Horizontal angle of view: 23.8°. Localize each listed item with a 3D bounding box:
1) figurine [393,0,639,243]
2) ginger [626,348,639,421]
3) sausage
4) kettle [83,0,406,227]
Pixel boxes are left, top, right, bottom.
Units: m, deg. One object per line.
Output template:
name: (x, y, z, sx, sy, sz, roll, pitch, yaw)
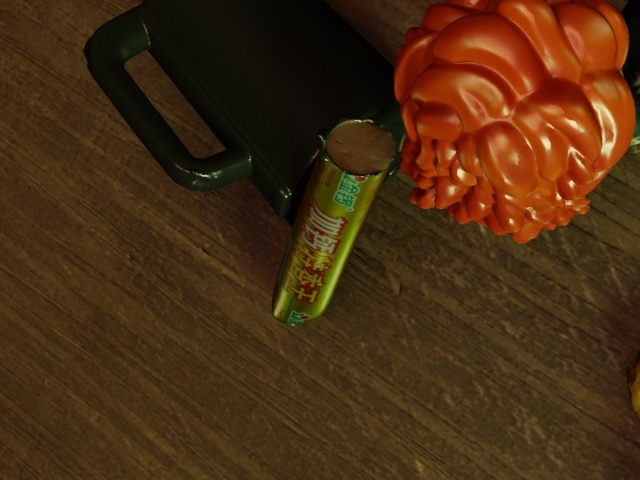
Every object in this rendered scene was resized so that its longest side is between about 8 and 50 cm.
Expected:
figurine: (0.239, -0.143, 1.469, 0.306, 0.412, 0.241, -27, 82, 51)
ginger: (0.376, 0.129, 1.575, 0.103, 0.073, 0.162, 25, 92, 8)
sausage: (0.000, 0.000, 1.628, 0.082, 0.371, 0.082, 6, 58, -9)
kettle: (-0.071, -0.167, 1.701, 0.262, 0.203, 0.308, -42, 70, 1)
